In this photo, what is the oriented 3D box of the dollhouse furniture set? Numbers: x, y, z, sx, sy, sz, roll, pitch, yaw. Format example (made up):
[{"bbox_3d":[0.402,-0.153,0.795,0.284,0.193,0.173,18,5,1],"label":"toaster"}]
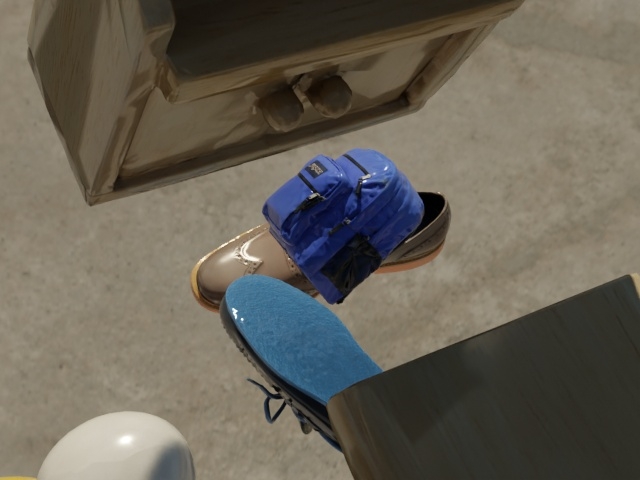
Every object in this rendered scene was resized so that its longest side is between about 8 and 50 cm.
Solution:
[{"bbox_3d":[0.071,0.036,0.301,0.362,0.256,0.394,-18,76,-24],"label":"dollhouse furniture set"}]

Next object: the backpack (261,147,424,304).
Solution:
[{"bbox_3d":[0.021,-0.023,0.919,0.120,0.101,0.098,-39,36,-2],"label":"backpack"}]

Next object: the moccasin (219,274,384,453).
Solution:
[{"bbox_3d":[0.004,0.185,1.262,0.342,0.117,0.137,44,50,19],"label":"moccasin"}]

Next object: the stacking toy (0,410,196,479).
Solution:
[{"bbox_3d":[-0.266,0.304,0.879,0.350,0.480,0.350,34,20,-14],"label":"stacking toy"}]

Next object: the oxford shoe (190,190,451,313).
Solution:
[{"bbox_3d":[0.000,0.000,1.456,0.363,0.133,0.130,-18,72,-10],"label":"oxford shoe"}]
